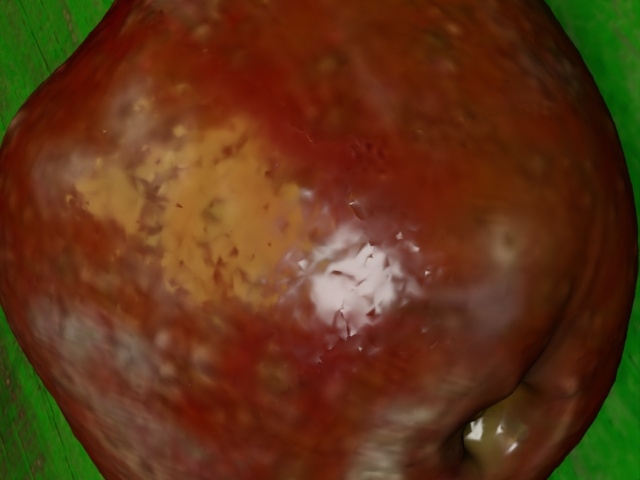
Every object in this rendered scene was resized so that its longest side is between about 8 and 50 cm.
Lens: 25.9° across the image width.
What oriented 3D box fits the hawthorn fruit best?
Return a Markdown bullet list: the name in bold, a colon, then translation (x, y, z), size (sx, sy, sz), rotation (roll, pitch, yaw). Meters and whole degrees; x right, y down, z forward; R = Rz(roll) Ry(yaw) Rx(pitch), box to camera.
- **hawthorn fruit**: translation (0.000, 0.000, 0.591), size (0.284, 0.284, 0.284), rotation (-11, 75, 46)
